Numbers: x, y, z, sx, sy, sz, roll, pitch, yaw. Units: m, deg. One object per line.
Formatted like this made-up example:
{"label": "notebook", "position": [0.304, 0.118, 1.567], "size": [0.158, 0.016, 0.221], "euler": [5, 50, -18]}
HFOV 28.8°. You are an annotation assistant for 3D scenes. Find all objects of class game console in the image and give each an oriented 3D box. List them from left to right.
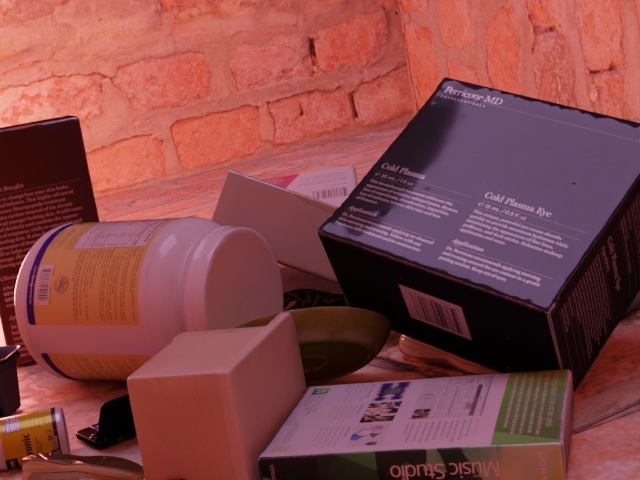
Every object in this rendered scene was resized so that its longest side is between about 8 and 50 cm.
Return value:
{"label": "game console", "position": [-0.245, 0.214, 1.601], "size": [0.122, 0.071, 0.107], "euler": [-16, 14, -34]}

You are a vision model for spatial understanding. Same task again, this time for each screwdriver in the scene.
{"label": "screwdriver", "position": [0.355, 0.192, 1.420], "size": [0.170, 0.025, 0.024], "euler": [-24, 17, -24]}

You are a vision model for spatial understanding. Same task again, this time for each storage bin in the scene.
{"label": "storage bin", "position": [-0.491, 0.207, 1.775], "size": [0.135, 0.091, 0.098], "euler": [-6, 11, 8]}

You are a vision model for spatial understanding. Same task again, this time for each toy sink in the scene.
{"label": "toy sink", "position": [-0.114, 0.187, 1.432], "size": [0.131, 0.153, 0.234], "euler": [-5, 13, 18]}

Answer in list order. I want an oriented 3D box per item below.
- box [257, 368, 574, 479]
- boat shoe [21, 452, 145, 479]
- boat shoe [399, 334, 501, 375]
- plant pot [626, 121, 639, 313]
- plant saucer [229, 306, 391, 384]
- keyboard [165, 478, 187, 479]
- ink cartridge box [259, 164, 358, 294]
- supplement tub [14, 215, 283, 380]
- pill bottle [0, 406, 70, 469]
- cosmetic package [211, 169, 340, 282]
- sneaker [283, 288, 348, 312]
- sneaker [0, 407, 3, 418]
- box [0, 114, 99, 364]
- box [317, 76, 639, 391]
{"label": "box", "position": [0.115, 0.213, 1.380], "size": [0.322, 0.058, 0.232], "euler": [-7, 11, 16]}
{"label": "boat shoe", "position": [-0.271, 0.273, 1.422], "size": [0.153, 0.048, 0.056], "euler": [1, 1, 14]}
{"label": "boat shoe", "position": [0.213, 0.121, 1.666], "size": [0.103, 0.092, 0.285], "euler": [-17, 14, -37]}
{"label": "plant pot", "position": [0.354, -0.004, 1.836], "size": [0.248, 0.247, 0.252], "euler": [-1, 30, 33]}
{"label": "plant saucer", "position": [-0.024, 0.146, 1.618], "size": [0.241, 0.037, 0.241], "euler": [-7, -23, -3]}
{"label": "keyboard", "position": [-0.209, 0.298, 1.256], "size": [0.317, 0.033, 0.201], "euler": [-7, 19, 2]}
{"label": "ink cartridge box", "position": [-0.025, 0.004, 2.132], "size": [0.207, 0.117, 0.283], "euler": [-8, 35, 3]}
{"label": "supplement tub", "position": [-0.246, 0.087, 1.806], "size": [0.331, 0.241, 0.241], "euler": [-2, 13, 29]}
{"label": "pill bottle", "position": [-0.373, 0.248, 1.544], "size": [0.116, 0.065, 0.065], "euler": [-11, 11, -9]}
{"label": "cosmetic package", "position": [0.000, 0.000, 1.902], "size": [0.309, 0.113, 0.160], "euler": [20, -2, 10]}
{"label": "sneaker", "position": [-0.004, 0.112, 1.939], "size": [0.188, 0.067, 0.078], "euler": [-1, 7, 21]}
{"label": "sneaker", "position": [-0.460, 0.244, 1.643], "size": [0.073, 0.063, 0.162], "euler": [-5, 11, 0]}
{"label": "box", "position": [-0.462, -0.004, 2.057], "size": [0.191, 0.381, 0.143], "euler": [-12, 11, -16]}
{"label": "box", "position": [0.235, -0.016, 1.595], "size": [0.343, 0.179, 0.312], "euler": [20, 59, 35]}
